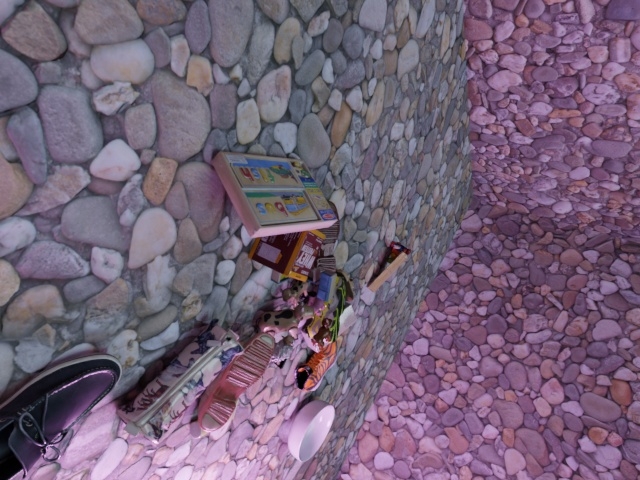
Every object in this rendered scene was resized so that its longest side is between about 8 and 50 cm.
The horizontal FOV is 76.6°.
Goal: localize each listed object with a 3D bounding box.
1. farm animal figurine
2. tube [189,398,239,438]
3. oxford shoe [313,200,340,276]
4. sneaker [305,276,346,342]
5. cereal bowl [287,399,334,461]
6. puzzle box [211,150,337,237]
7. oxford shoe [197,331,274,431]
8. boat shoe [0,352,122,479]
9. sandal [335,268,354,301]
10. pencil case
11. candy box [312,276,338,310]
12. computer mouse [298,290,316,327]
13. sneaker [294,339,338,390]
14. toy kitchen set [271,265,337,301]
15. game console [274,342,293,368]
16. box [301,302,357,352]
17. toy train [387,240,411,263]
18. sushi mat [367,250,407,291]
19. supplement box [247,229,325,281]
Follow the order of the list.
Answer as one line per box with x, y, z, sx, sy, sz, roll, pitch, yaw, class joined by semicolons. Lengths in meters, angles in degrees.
-0.113;0.300;1.660;0.327;0.330;0.172;-20;134;-17;farm animal figurine
-0.408;0.704;1.601;0.070;0.062;0.240;-33;164;21;tube
0.000;0.000;1.768;0.123;0.130;0.348;7;90;-25;oxford shoe
0.032;0.313;1.947;0.384;0.147;0.145;-66;151;-49;sneaker
-0.071;1.042;2.270;0.339;0.141;0.339;-37;138;-42;cereal bowl
-0.129;-0.151;1.309;0.052;0.272;0.409;-36;166;32;puzzle box
-0.326;0.491;1.497;0.140;0.146;0.397;44;79;-28;oxford shoe
-0.672;0.440;0.911;0.500;0.156;0.186;-31;132;-48;boat shoe
0.148;0.223;2.150;0.079;0.088;0.240;-51;139;-32;sandal
-0.430;0.440;1.281;0.410;0.160;0.183;-45;168;-34;pencil case
0.018;0.254;1.898;0.105;0.027;0.206;-40;-167;36;candy box
-0.076;0.331;1.900;0.106;0.042;0.193;0;109;-59;computer mouse
-0.023;0.641;2.105;0.321;0.125;0.180;-65;151;-5;sneaker
-0.071;0.174;1.643;0.166;0.207;0.122;-19;124;-52;toy kitchen set
-0.154;0.530;1.881;0.071;0.107;0.122;30;81;-31;game console
0.047;0.424;2.023;0.275;0.094;0.113;-32;115;-25;box
0.469;0.089;2.575;0.248;0.105;0.143;6;117;-59;toy train
0.421;0.199;2.534;0.316;0.019;0.151;-46;149;0;sushi mat
-0.121;0.021;1.477;0.129;0.194;0.191;29;84;-60;supplement box
